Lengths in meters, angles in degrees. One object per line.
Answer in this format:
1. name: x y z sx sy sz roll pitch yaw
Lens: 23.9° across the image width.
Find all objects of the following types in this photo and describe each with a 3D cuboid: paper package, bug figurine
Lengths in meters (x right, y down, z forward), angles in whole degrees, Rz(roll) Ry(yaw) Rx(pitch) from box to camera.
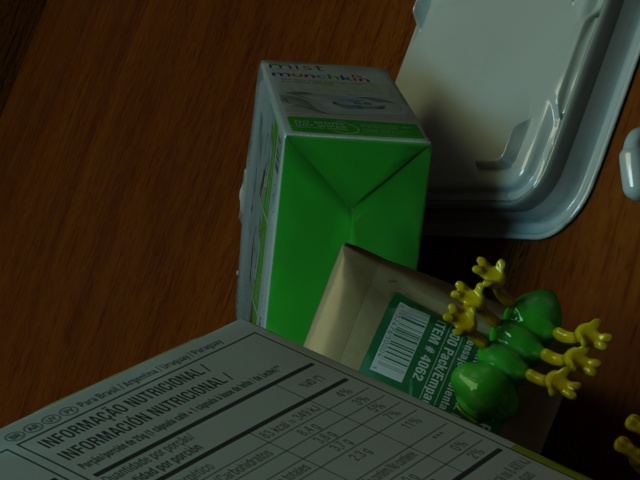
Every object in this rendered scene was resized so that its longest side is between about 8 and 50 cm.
1. paper package: 0.035 0.195 1.036 0.309 0.168 0.324 79 -146 -82
2. bug figurine: 0.121 0.147 0.848 0.216 0.279 0.072 -52 -10 -12

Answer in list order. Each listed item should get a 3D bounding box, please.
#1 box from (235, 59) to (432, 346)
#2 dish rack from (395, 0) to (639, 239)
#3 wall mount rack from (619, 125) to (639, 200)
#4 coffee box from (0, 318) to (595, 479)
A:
1. box: 0.000 0.000 1.303 0.231 0.127 0.262 -108 23 -69
2. dish rack: 0.151 -0.145 1.366 0.333 0.072 0.285 4 70 61
3. wall mount rack: 0.300 0.059 0.859 0.350 0.130 0.304 -16 86 58
4. coffee box: -0.031 0.279 0.639 0.334 0.338 0.337 22 115 28
